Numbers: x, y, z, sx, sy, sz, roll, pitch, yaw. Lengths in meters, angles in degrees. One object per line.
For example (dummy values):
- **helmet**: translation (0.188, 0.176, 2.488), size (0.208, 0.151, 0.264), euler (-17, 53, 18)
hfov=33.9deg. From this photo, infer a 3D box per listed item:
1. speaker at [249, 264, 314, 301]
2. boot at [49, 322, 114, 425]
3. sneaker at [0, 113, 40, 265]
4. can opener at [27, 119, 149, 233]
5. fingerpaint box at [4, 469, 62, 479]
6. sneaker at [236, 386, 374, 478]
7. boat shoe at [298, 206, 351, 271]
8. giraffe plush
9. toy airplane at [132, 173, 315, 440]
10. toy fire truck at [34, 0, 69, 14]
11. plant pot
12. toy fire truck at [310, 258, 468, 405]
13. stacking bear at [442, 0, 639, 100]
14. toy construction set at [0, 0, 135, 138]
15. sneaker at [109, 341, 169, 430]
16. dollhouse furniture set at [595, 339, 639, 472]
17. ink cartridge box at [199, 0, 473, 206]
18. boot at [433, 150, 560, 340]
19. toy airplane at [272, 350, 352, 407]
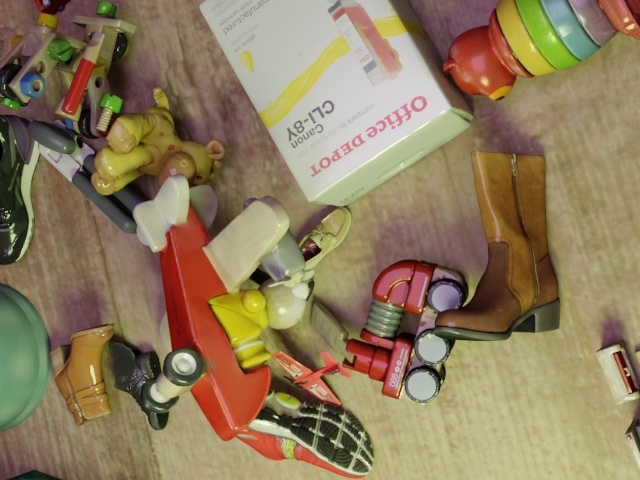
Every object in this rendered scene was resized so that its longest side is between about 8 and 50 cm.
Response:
- **speaker**: translation (-0.080, 0.059, 1.791), size (0.136, 0.055, 0.055), euler (30, 101, 18)
- **boot**: translation (-0.409, 0.241, 1.895), size (0.197, 0.073, 0.152), euler (-34, 73, 44)
- **sneaker**: translation (-0.605, -0.095, 1.954), size (0.107, 0.124, 0.283), euler (7, 93, 21)
- **can opener**: translation (-0.427, -0.120, 1.899), size (0.283, 0.095, 0.076), euler (41, 105, 23)
- **fingerpaint box**: translation (-0.430, 0.554, 1.763), size (0.445, 0.371, 0.163), euler (14, 96, 21)
- **sneaker**: translation (-0.042, 0.329, 1.766), size (0.279, 0.107, 0.118), euler (23, 133, 9)
- **boat shoe**: translation (0.000, 0.000, 1.763), size (0.050, 0.045, 0.135), euler (42, 104, 16)
- **giraffe plush**: translation (-0.268, -0.139, 1.816), size (0.170, 0.210, 0.181), euler (36, 144, 3)
- **toy airplane**: translation (-0.156, 0.078, 1.683), size (0.386, 0.272, 0.384), euler (34, 119, 59)
- **toy fire truck**: translation (-0.473, -0.524, 1.940), size (0.192, 0.047, 0.135), euler (-36, 78, 19)
- **plant pot**: translation (-0.679, 0.225, 1.949), size (0.293, 0.196, 0.293), euler (0, 90, 22)
- **toy fire truck**: translation (0.097, 0.126, 1.689), size (0.246, 0.158, 0.217), euler (16, 97, 10)
- **stacking bear**: translation (0.324, -0.312, 1.583), size (0.289, 0.175, 0.164), euler (-28, 83, 27)
- **toy construction set**: translation (-0.415, -0.318, 1.792), size (0.309, 0.257, 0.237), euler (13, 81, 59)
- **sneaker**: translation (-0.329, 0.261, 1.893), size (0.089, 0.051, 0.170), euler (-13, 81, 21)
- **dollhouse furniture set**: translation (0.496, 0.227, 1.529), size (0.129, 0.129, 0.183), euler (-24, 82, 20)
- **ink cartridge box**: translation (0.027, -0.286, 1.688), size (0.279, 0.160, 0.384), euler (-33, 79, 18)
- **boot**: translation (0.258, 0.005, 1.559), size (0.096, 0.264, 0.280), euler (-5, 91, 57)
- **toy airplane**: translation (-0.008, 0.220, 1.739), size (0.151, 0.151, 0.028), euler (17, 54, 20)
